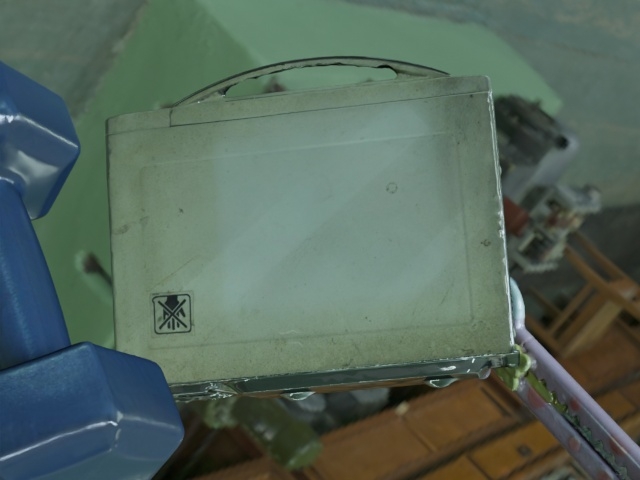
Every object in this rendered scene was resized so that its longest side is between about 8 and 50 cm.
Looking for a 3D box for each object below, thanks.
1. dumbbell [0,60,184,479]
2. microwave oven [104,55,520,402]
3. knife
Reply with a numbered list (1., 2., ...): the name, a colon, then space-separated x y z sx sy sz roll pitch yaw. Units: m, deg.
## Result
1. dumbbell: -0.213 0.034 0.817 0.144 0.325 0.160 -31 153 14
2. microwave oven: 0.000 0.000 1.263 0.394 0.333 0.247 -5 172 9
3. knife: 0.274 0.192 1.313 0.038 0.399 0.132 -8 135 -40
